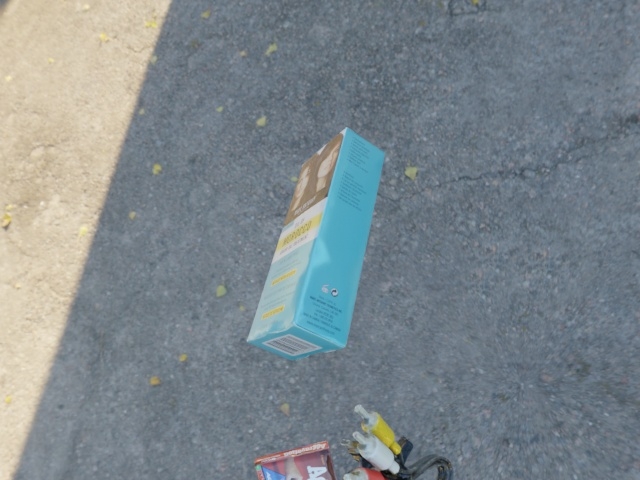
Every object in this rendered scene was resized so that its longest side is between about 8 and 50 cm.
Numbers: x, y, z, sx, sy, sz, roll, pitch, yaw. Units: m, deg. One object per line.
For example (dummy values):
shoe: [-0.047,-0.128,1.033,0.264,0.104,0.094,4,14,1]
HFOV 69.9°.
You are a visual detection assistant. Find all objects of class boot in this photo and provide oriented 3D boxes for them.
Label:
boot: [0.278,0.746,1.610,0.045,0.099,0.121,38,77,7]

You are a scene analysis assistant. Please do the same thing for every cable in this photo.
cable: [0.128,0.369,0.710,0.072,0.287,0.139,-22,42,46]

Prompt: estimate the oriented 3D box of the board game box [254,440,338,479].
board game box: [-0.024,0.535,0.906,0.145,0.027,0.281,-14,105,-1]

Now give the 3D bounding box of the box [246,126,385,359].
box: [0.000,0.000,0.503,0.100,0.060,0.244,-31,37,50]
